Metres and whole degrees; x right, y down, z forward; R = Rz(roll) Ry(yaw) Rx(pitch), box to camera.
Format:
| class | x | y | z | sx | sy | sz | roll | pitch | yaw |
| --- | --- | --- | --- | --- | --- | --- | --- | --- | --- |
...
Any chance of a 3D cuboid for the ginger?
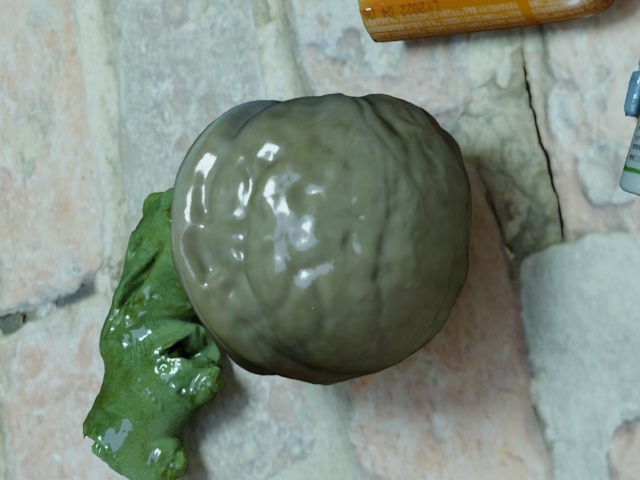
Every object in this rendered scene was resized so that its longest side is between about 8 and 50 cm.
| class | x | y | z | sx | sy | sz | roll | pitch | yaw |
| --- | --- | --- | --- | --- | --- | --- | --- | --- | --- |
| ginger | -0.132 | 0.077 | 1.418 | 0.137 | 0.089 | 0.290 | 8 | 85 | 53 |

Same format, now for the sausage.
| class | x | y | z | sx | sy | sz | roll | pitch | yaw |
| --- | --- | --- | --- | --- | --- | --- | --- | --- | --- |
| sausage | 0.143 | -0.201 | 1.260 | 0.234 | 0.071 | 0.071 | -2 | 85 | 34 |

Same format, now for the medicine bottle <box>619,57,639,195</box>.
| class | x | y | z | sx | sy | sz | roll | pitch | yaw |
| --- | --- | --- | --- | --- | --- | --- | --- | --- | --- |
| medicine bottle | 0.269 | -0.138 | 1.178 | 0.092 | 0.061 | 0.220 | 23 | 98 | 53 |

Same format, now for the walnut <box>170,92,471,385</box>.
| class | x | y | z | sx | sy | sz | roll | pitch | yaw |
| --- | --- | --- | --- | --- | --- | --- | --- | --- | --- |
| walnut | 0.002 | 0.000 | 1.245 | 0.248 | 0.248 | 0.248 | -3 | 84 | 34 |
